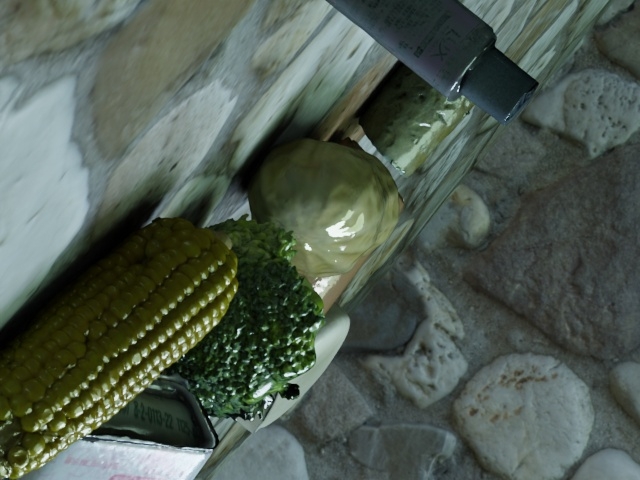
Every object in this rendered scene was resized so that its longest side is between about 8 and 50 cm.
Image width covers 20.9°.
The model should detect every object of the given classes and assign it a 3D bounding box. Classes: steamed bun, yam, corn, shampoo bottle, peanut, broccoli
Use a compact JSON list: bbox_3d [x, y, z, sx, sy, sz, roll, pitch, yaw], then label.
[{"bbox_3d":[-0.060,0.132,2.313,0.164,0.146,0.241,-43,168,-30],"label":"steamed bun"},{"bbox_3d":[0.131,-0.175,2.119,0.194,0.107,0.107,-50,173,-2],"label":"yam"},{"bbox_3d":[-0.185,0.084,1.471,0.322,0.119,0.119,-40,168,-32],"label":"corn"},{"bbox_3d":[0.074,-0.171,1.348,0.072,0.214,0.072,-49,174,-8],"label":"shampoo bottle"},{"bbox_3d":[0.007,-0.037,1.878,0.152,0.152,0.313,-52,175,8],"label":"peanut"},{"bbox_3d":[-0.083,0.082,1.734,0.176,0.198,0.226,-18,158,1],"label":"broccoli"}]

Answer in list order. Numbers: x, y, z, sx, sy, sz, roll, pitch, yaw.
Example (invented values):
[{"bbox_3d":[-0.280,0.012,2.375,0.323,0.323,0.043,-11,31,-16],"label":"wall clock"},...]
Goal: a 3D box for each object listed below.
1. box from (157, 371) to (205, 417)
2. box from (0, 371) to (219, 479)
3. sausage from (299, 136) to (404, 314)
[{"bbox_3d":[-0.229,0.261,2.242,0.240,0.071,0.159,-49,170,-15],"label":"box"},{"bbox_3d":[-0.268,0.274,1.680,0.190,0.112,0.369,13,124,-40],"label":"box"},{"bbox_3d":[0.000,0.000,2.114,0.253,0.123,0.123,-52,173,12],"label":"sausage"}]
